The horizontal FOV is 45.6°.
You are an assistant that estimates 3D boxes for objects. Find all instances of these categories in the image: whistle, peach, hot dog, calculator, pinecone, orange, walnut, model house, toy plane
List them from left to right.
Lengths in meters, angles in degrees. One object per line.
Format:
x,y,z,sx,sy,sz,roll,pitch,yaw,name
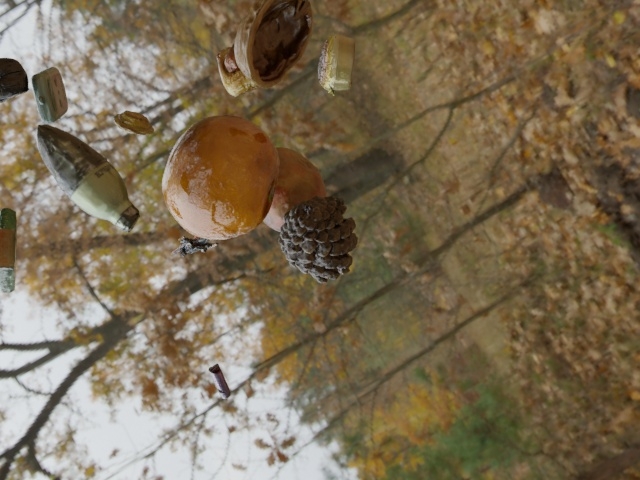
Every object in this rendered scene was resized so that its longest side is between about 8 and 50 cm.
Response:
-1.236,0.032,2.663,0.194,0.324,0.267,120,146,-48,model house
-0.763,-0.410,2.151,0.246,0.045,0.141,-110,12,-71,calculator
-0.398,0.020,2.342,0.135,0.188,0.062,17,-131,-47,toy plane
-0.281,0.394,2.130,0.177,0.033,0.033,80,166,-53,whistle
-0.207,-0.131,1.584,0.261,0.261,0.261,60,-176,-6,orange
-0.228,-0.539,2.341,0.153,0.150,0.257,65,-162,-11,hot dog
-0.108,-0.405,1.500,0.087,0.211,0.167,23,157,30,walnut
-0.105,-0.145,2.080,0.235,0.214,0.214,52,-173,-33,peach
0.003,-0.003,1.819,0.205,0.184,0.179,49,-136,-30,pinecone

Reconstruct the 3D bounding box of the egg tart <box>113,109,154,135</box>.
-0.570,-0.367,2.336,0.128,0.049,0.129,20,-157,-9,egg tart

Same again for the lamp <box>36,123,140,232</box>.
-0.430,-0.115,1.399,0.250,0.101,0.101,44,-175,-4,lamp

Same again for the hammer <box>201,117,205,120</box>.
-0.294,-0.336,2.541,0.297,0.125,0.027,25,-148,-48,hammer

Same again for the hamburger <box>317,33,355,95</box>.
0.035,-0.394,1.712,0.141,0.081,0.127,96,179,-75,hamburger

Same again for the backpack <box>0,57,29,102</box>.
-0.855,-0.417,2.003,0.106,0.165,0.120,-147,51,-78,backpack
